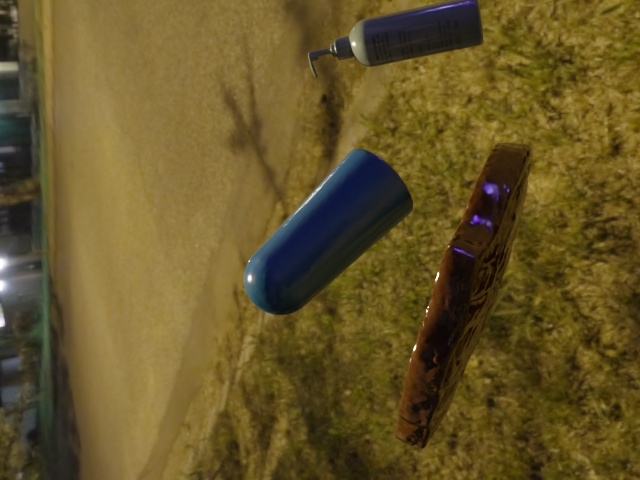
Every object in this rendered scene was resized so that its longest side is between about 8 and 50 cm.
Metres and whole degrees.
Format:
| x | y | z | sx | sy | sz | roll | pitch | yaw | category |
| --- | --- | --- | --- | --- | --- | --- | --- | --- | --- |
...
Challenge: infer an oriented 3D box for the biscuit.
| x | y | z | sx | sy | sz | roll | pitch | yaw | category |
| --- | --- | --- | --- | --- | --- | --- | --- | --- | --- |
| 0.138 | 0.051 | 0.667 | 0.049 | 0.257 | 0.273 | 19 | 135 | 17 | biscuit |

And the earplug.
| x | y | z | sx | sy | sz | roll | pitch | yaw | category |
| --- | --- | --- | --- | --- | --- | --- | --- | --- | --- |
| 0.000 | 0.000 | 1.064 | 0.132 | 0.273 | 0.132 | 42 | 164 | 15 | earplug |

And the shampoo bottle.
| x | y | z | sx | sy | sz | roll | pitch | yaw | category |
| --- | --- | --- | --- | --- | --- | --- | --- | --- | --- |
| 0.079 | -0.225 | 0.796 | 0.056 | 0.195 | 0.056 | -8 | -90 | -79 | shampoo bottle |
